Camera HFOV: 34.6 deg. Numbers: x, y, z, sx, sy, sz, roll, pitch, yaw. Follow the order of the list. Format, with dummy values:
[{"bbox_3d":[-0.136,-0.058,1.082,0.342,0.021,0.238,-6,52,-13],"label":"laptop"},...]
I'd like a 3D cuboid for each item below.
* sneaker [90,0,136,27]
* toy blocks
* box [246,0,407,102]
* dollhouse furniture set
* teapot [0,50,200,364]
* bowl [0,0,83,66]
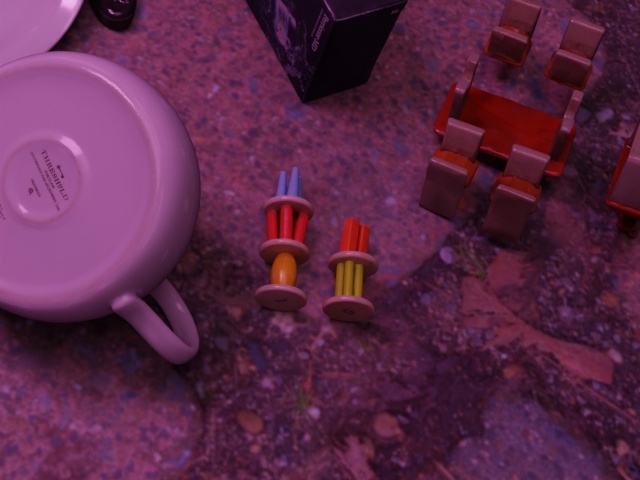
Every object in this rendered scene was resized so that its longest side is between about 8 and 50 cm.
[{"bbox_3d":[-0.226,-0.325,1.120,0.051,0.089,0.170,0,64,-16],"label":"sneaker"},{"bbox_3d":[0.000,0.000,1.042,0.123,0.054,0.148,10,62,-10],"label":"toy blocks"},{"bbox_3d":[0.000,-0.264,1.114,0.093,0.156,0.158,-21,72,-23],"label":"box"},{"bbox_3d":[0.258,-0.107,1.147,0.259,0.135,0.262,22,60,9],"label":"dollhouse furniture set"},{"bbox_3d":[-0.211,-0.038,0.938,0.252,0.187,0.256,13,87,12],"label":"teapot"},{"bbox_3d":[-0.379,-0.311,1.006,0.134,0.298,0.298,11,52,38],"label":"bowl"}]
